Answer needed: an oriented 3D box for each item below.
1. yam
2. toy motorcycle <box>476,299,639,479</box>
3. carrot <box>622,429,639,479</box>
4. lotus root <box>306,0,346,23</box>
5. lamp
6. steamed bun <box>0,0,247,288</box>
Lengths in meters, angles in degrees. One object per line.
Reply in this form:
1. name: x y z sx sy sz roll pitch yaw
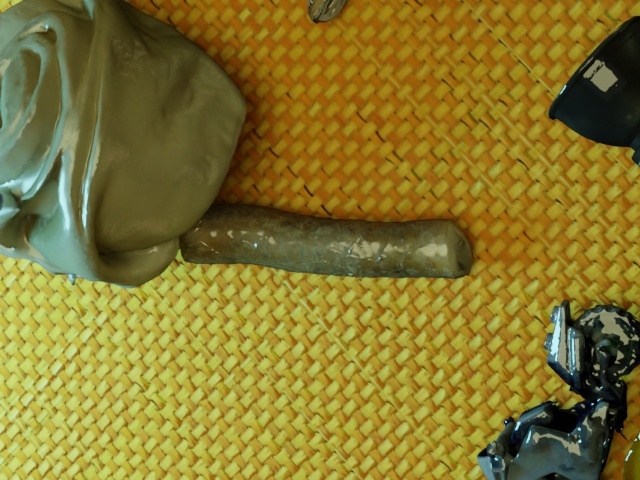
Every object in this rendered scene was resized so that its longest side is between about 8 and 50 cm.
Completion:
1. yam: 0.000 0.000 1.882 0.357 0.081 0.081 3 97 20
2. toy motorcycle: 0.261 0.193 1.788 0.159 0.106 0.270 12 104 14
3. carrot: 0.450 0.256 1.621 0.241 0.341 0.241 4 97 38
4. lotus root: 0.014 -0.287 1.865 0.037 0.030 0.083 45 109 44
5. lamp: 0.365 -0.106 1.676 0.227 0.172 0.147 45 108 13
6. steamed bun: -0.290 -0.118 1.856 0.368 0.255 0.342 22 99 32
